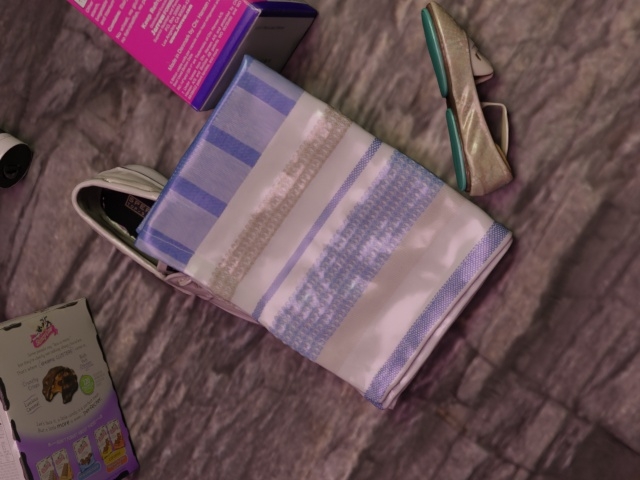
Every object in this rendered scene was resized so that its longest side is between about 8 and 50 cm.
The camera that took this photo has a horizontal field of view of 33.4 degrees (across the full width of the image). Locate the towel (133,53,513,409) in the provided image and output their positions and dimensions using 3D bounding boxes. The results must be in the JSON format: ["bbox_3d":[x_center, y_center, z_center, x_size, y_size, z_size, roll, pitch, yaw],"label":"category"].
[{"bbox_3d":[0.000,0.000,0.931,0.285,0.034,0.209,34,107,-4],"label":"towel"}]

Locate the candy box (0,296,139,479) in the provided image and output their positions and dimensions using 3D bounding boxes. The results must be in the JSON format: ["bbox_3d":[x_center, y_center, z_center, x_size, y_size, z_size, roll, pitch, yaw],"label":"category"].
[{"bbox_3d":[-0.282,0.173,1.078,0.070,0.165,0.196,-15,93,26],"label":"candy box"}]

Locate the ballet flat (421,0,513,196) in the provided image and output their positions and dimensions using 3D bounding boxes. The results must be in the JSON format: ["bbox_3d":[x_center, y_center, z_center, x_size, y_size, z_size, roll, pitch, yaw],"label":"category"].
[{"bbox_3d":[0.127,-0.122,0.899,0.052,0.057,0.168,-13,98,-1],"label":"ballet flat"}]

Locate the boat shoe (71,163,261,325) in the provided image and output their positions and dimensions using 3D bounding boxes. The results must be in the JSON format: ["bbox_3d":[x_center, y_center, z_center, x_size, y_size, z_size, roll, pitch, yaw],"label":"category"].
[{"bbox_3d":[-0.119,0.007,1.012,0.267,0.088,0.096,34,112,16],"label":"boat shoe"}]

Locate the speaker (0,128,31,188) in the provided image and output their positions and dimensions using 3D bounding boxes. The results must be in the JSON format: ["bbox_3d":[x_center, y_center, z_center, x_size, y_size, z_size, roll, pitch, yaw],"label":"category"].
[{"bbox_3d":[-0.374,-0.108,1.129,0.136,0.055,0.055,30,111,18],"label":"speaker"}]

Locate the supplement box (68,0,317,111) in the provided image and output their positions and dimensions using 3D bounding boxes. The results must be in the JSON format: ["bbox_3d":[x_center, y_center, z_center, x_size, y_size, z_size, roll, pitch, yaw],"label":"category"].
[{"bbox_3d":[-0.133,-0.227,0.960,0.220,0.111,0.114,42,115,13],"label":"supplement box"}]
